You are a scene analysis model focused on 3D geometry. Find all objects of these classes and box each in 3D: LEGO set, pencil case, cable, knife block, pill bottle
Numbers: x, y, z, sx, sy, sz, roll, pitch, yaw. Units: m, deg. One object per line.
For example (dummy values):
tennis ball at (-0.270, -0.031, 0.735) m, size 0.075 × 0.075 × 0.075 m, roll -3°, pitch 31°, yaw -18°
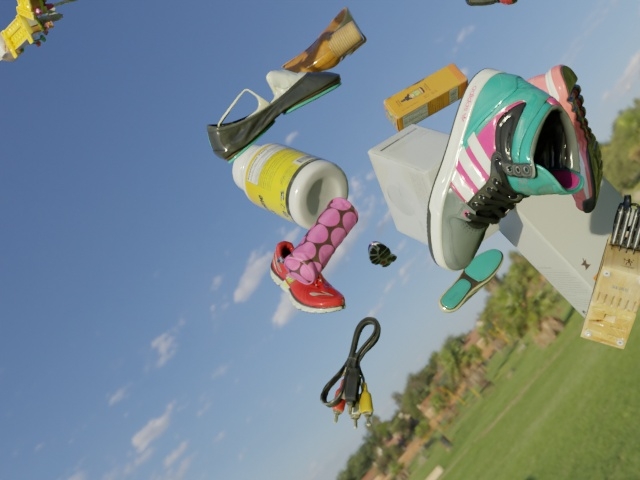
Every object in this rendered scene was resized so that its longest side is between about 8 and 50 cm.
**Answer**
LEGO set at (-0.456, -0.391, 1.125) m, size 0.107 × 0.132 × 0.287 m, roll -35°, pitch -18°, yaw -37°
pencil case at (0.000, 0.000, 1.557) m, size 0.209 × 0.095 × 0.098 m, roll -50°, pitch -2°, yaw -30°
cable at (0.085, 0.341, 1.814) m, size 0.072 × 0.139 × 0.287 m, roll 56°, pitch -140°, yaw -52°
knife block at (0.626, 0.050, 1.433) m, size 0.242 × 0.088 × 0.276 m, roll -50°, pitch -31°, yaw -47°
pill bottle at (-0.094, -0.160, 1.903) m, size 0.187 × 0.333 × 0.188 m, roll -17°, pitch -62°, yaw -35°

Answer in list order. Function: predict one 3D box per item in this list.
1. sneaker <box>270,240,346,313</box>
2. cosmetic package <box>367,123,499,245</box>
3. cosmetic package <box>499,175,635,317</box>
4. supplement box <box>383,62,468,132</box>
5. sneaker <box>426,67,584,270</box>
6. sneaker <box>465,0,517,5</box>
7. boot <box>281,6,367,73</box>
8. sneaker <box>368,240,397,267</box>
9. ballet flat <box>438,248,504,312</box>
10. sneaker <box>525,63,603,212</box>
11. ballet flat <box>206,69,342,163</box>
sneaker at (-0.039, 0.086, 1.710) m, size 0.107 × 0.279 × 0.119 m, roll -12°, pitch -59°, yaw -36°
cosmetic package at (0.247, -0.111, 1.517) m, size 0.138 × 0.224 × 0.224 m, roll -32°, pitch -60°, yaw -14°
cosmetic package at (0.612, -0.033, 1.690) m, size 0.230 × 0.453 × 0.161 m, roll -49°, pitch 10°, yaw -11°
supplement box at (0.295, -0.399, 1.946) m, size 0.233 × 0.078 × 0.080 m, roll -28°, pitch -29°, yaw -6°
sneaker at (0.261, -0.073, 0.953) m, size 0.123 × 0.178 × 0.296 m, roll -3°, pitch -68°, yaw -39°
sneaker at (0.324, -0.603, 1.430) m, size 0.135 × 0.276 × 0.097 m, roll -12°, pitch -11°, yaw 20°
boot at (0.005, -0.477, 1.731) m, size 0.211 × 0.104 × 0.295 m, roll -30°, pitch 18°, yaw 15°
sneaker at (0.170, 0.033, 2.077) m, size 0.068 × 0.071 × 0.170 m, roll -42°, pitch -24°, yaw 5°
ballet flat at (0.442, 0.124, 2.044) m, size 0.248 × 0.086 × 0.086 m, roll -41°, pitch -16°, yaw -8°
sneaker at (0.481, -0.198, 1.416) m, size 0.136 × 0.314 × 0.116 m, roll -10°, pitch 23°, yaw 36°
ballet flat at (-0.093, -0.256, 1.297) m, size 0.280 × 0.096 × 0.095 m, roll -36°, pitch 14°, yaw -5°
